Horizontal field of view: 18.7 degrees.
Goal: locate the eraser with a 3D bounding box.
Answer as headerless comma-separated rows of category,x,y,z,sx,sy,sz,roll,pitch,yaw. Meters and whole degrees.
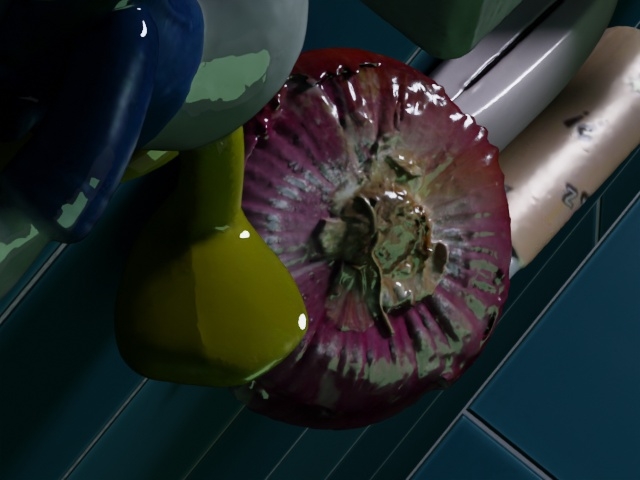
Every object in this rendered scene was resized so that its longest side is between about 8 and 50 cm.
eraser,0.158,-0.065,1.620,0.171,0.087,0.290,4,-139,50

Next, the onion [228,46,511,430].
onion,0.000,0.000,1.185,0.230,0.230,0.163,-46,-158,-23

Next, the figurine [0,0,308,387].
figurine,-0.118,-0.090,0.651,0.283,0.204,0.338,-34,147,-34

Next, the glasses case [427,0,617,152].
glasses case,0.137,-0.122,1.516,0.297,0.075,0.113,-44,167,-33

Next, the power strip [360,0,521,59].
power strip,0.061,-0.187,0.934,0.140,0.139,0.224,-47,166,-22
